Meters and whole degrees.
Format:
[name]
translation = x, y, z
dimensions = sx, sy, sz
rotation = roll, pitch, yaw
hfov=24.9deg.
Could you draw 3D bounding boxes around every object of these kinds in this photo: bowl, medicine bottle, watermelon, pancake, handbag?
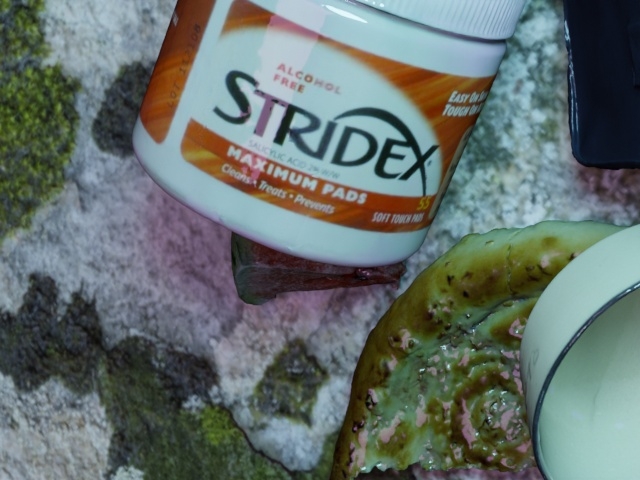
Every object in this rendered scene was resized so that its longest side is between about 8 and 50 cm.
[bowl]
translation = 0.245, 0.080, 1.057
dimensions = 0.237, 0.238, 0.126
rotation = -61, 28, 23
[medicine bottle]
translation = 0.004, -0.136, 1.135
dimensions = 0.252, 0.252, 0.241
rotation = 30, 111, 25
[watermelon]
translation = -0.018, -0.005, 1.256
dimensions = 0.158, 0.121, 0.098
rotation = -4, 73, 28
[pancake]
translation = 0.135, 0.106, 1.206
dimensions = 0.197, 0.054, 0.376
rotation = 51, 120, 15
[handbag]
translation = 0.238, -0.214, 0.986
dimensions = 0.118, 0.269, 0.325
rotation = -8, 95, -4
